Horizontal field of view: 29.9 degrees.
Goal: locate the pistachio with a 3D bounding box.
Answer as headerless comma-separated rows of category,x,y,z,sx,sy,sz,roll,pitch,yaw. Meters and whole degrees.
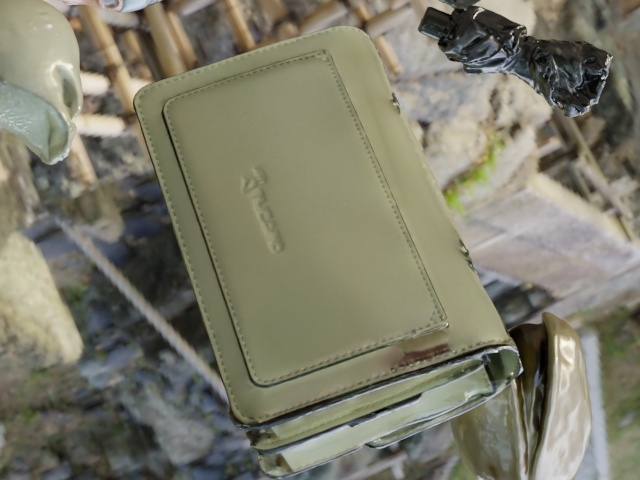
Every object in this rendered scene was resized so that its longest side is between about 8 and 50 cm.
pistachio,0.194,0.164,1.155,0.137,0.153,0.238,-9,123,0

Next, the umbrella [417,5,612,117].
umbrella,0.269,-0.263,1.688,0.110,0.272,0.122,109,3,-52

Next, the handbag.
handbag,0.000,0.000,1.057,0.236,0.358,0.160,-21,150,0

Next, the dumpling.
dumpling,-0.282,-0.147,1.090,0.111,0.181,0.155,0,160,-23

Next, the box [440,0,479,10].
box,0.285,-0.541,1.885,0.359,0.091,0.350,-120,-125,-85

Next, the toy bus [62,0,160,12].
toy bus,-0.331,-0.441,1.626,0.232,0.288,0.194,-4,133,-13
